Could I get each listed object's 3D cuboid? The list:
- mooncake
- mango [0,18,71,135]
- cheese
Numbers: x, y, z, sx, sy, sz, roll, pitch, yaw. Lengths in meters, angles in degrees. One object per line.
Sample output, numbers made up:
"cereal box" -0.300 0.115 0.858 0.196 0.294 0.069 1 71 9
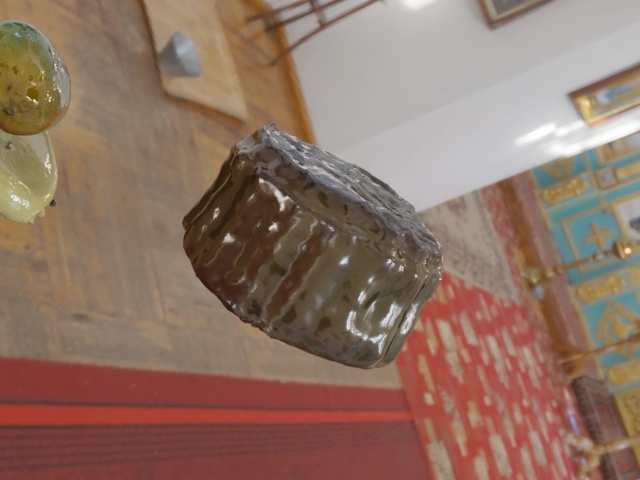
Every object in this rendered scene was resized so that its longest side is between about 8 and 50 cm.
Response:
"mooncake" 0.000 0.001 1.152 0.324 0.187 0.324 32 14 -9
"mango" -0.416 -0.224 1.299 0.251 0.114 0.156 -143 -145 -82
"cheese" -0.599 -0.173 1.697 0.259 0.128 0.316 -42 110 -51
